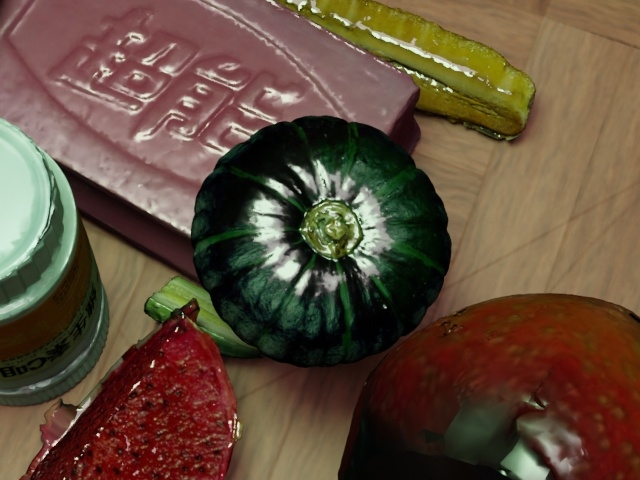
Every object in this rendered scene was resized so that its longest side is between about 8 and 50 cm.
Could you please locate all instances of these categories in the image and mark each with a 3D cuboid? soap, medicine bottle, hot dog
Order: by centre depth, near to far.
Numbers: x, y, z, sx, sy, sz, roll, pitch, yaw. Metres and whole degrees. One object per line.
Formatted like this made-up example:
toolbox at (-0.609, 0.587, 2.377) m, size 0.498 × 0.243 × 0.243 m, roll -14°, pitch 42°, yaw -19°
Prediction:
medicine bottle at (-0.257, 0.020, 1.495) m, size 0.158 × 0.318 × 0.158 m, roll 0°, pitch 71°, yaw 0°
soap at (-0.120, -0.107, 1.637) m, size 0.359 × 0.128 × 0.233 m, roll 29°, pitch 73°, yaw 9°
hot dog at (0.057, -0.174, 1.685) m, size 0.289 × 0.083 × 0.068 m, roll 26°, pitch 55°, yaw 8°

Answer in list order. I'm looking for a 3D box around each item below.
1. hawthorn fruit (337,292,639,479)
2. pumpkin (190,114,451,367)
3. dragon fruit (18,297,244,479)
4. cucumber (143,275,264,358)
hawthorn fruit at (0.157, 0.179, 1.454) m, size 0.316 × 0.316 × 0.316 m, roll 0°, pitch 72°, yaw 0°
pumpkin at (0.000, 0.000, 1.462) m, size 0.202 × 0.140 × 0.202 m, roll 1°, pitch 77°, yaw -6°
dragon fruit at (-0.161, 0.187, 1.554) m, size 0.126 × 0.161 × 0.274 m, roll 43°, pitch 66°, yaw -17°
cucumber at (-0.095, 0.075, 1.617) m, size 0.107 × 0.067 × 0.035 m, roll 30°, pitch 112°, yaw 5°
